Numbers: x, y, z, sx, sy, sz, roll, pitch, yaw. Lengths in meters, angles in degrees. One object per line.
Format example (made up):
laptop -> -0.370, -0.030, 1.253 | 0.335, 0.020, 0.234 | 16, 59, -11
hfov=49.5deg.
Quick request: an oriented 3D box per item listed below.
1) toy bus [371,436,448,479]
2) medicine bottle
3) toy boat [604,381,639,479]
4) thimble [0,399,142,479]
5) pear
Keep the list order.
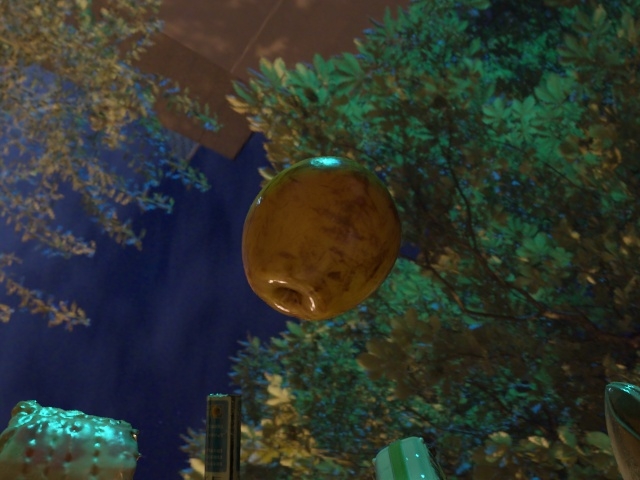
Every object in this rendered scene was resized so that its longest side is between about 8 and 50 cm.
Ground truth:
toy bus -> 0.176, 0.473, 1.266 | 0.133, 0.165, 0.276 | -25, -173, 3
medicine bottle -> -0.135, 0.308, 0.952 | 0.051, 0.051, 0.191 | -11, -108, 43
toy boat -> 0.488, 0.330, 0.957 | 0.141, 0.092, 0.320 | 105, -27, -43
thimble -> -0.279, 0.282, 0.732 | 0.185, 0.149, 0.211 | 143, -43, -67
pear -> 0.000, 0.000, 1.176 | 0.280, 0.280, 0.281 | -21, -122, 39
